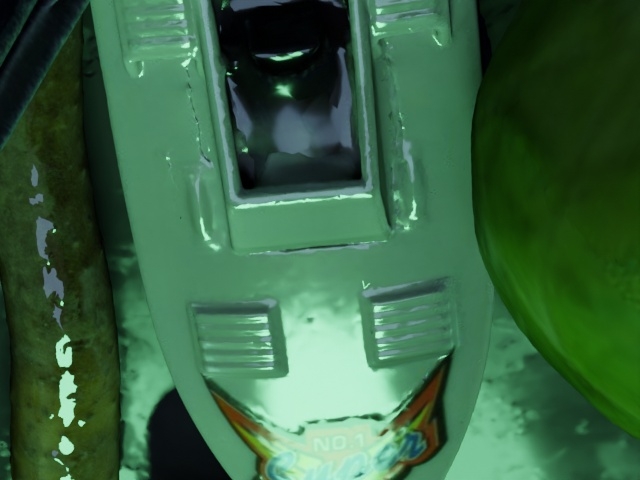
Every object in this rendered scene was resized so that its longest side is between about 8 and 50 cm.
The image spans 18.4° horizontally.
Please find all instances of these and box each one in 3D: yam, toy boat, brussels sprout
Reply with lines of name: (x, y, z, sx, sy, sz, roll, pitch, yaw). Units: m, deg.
yam: (-0.097, -0.027, 0.701, 0.045, 0.045, 0.327, -12, 123, -21)
toy boat: (0.000, 0.000, 0.692, 0.129, 0.088, 0.295, -5, 120, 3)
brussels sprout: (0.168, -0.025, 0.611, 0.244, 0.244, 0.244, -1, 121, -1)

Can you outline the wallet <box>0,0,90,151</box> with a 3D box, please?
wallet: (-0.143, -0.032, 0.571, 0.167, 0.222, 0.036, -6, 140, 40)
